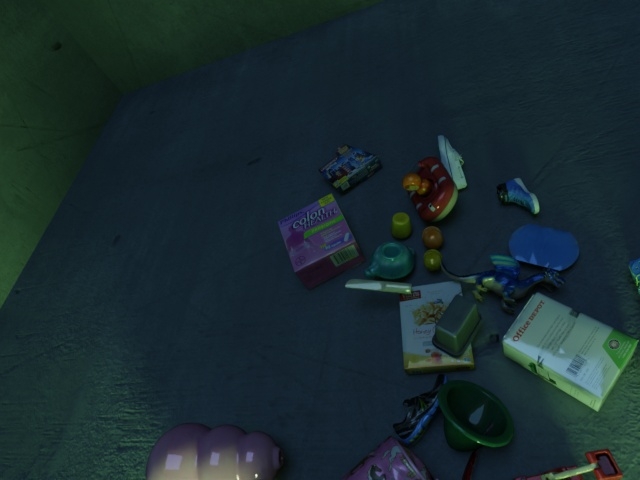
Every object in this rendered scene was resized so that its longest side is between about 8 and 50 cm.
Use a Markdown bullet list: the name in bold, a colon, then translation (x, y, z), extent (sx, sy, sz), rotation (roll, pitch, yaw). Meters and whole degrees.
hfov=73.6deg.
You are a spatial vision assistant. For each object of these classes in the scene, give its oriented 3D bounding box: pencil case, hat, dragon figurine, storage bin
- **pencil case**: translation (0.077, 0.594, 0.895), extent (0.386, 0.160, 0.167), rotation (-41, 81, -9)
- **hat**: translation (0.313, 0.453, 0.971), extent (0.173, 0.184, 0.208), rotation (31, 28, 27)
- **dragon figurine**: translation (0.472, 0.095, 1.125), extent (0.289, 0.085, 0.144), rotation (23, 62, 33)
- **storage bin**: translation (0.330, 0.199, 1.054), extent (0.098, 0.091, 0.135), rotation (27, 66, 34)

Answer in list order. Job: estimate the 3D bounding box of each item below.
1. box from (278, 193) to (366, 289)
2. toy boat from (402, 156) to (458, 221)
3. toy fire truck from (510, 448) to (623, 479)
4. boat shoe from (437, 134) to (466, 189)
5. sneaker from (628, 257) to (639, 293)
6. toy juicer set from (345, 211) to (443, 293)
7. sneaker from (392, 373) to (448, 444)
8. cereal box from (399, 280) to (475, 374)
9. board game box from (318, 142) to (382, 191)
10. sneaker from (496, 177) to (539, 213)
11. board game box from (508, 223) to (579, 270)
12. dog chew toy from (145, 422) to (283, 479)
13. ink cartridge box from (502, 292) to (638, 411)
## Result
- **box**: translation (0.000, 0.000, 1.419), extent (0.213, 0.117, 0.243), rotation (-27, 47, 6)
- **toy boat**: translation (0.321, -0.168, 1.340), extent (0.151, 0.151, 0.231), rotation (-55, 35, 35)
- **toy fire truck**: translation (0.459, 0.459, 0.820), extent (0.192, 0.135, 0.047), rotation (-20, 48, 11)
- **boat shoe**: translation (0.440, -0.258, 1.436), extent (0.075, 0.083, 0.226), rotation (-6, 64, 10)
- **sneaker**: translation (0.768, 0.114, 0.983), extent (0.240, 0.091, 0.126), rotation (-51, 31, -15)
- **toy juicer set**: translation (0.245, 0.070, 1.268), extent (0.209, 0.089, 0.329), rotation (21, 57, 28)
- **sneaker**: translation (0.242, 0.394, 1.025), extent (0.078, 0.067, 0.188), rotation (34, 77, 34)
- **cereal box**: translation (0.302, 0.227, 1.137), extent (0.173, 0.047, 0.240), rotation (-11, 51, 17)
- **board game box**: translation (0.099, -0.285, 1.630), extent (0.194, 0.060, 0.194), rotation (-37, 46, -3)
- **sneaker**: translation (0.575, -0.123, 1.263), extent (0.084, 0.058, 0.152), rotation (-17, 45, 6)
- **board game box**: translation (0.601, 0.024, 1.158), extent (0.168, 0.033, 0.133), rotation (16, 59, 29)
- **dog chew toy**: translation (-0.257, 0.557, 1.069), extent (0.331, 0.207, 0.207), rotation (-11, 51, 10)
- **ink cartridge box**: translation (0.553, 0.243, 0.968), extent (0.160, 0.092, 0.219), rotation (-47, 49, -13)
